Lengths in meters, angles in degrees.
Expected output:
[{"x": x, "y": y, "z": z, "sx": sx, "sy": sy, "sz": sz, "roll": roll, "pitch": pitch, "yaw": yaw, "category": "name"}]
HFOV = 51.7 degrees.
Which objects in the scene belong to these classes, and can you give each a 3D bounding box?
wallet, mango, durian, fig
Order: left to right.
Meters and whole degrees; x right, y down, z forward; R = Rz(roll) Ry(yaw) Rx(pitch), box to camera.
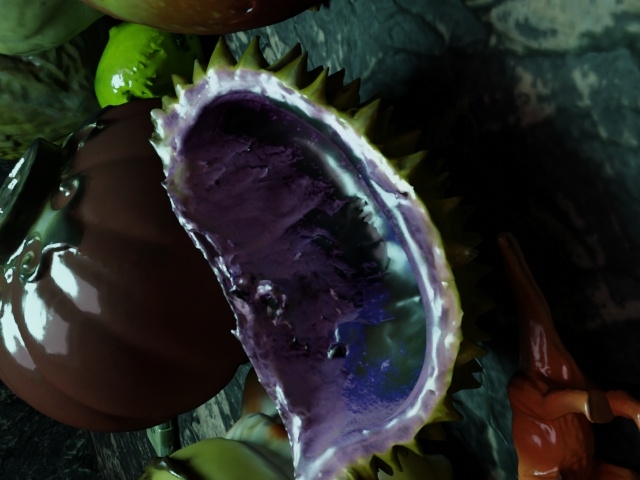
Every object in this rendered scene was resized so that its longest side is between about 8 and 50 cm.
[{"x": -0.322, "y": -0.215, "z": 0.847, "sx": 0.369, "sy": 0.286, "sz": 0.286, "roll": 22, "pitch": 128, "yaw": 21, "category": "fig"}, {"x": -0.185, "y": -0.173, "z": 0.700, "sx": 0.100, "sy": 0.119, "sz": 0.178, "roll": 61, "pitch": 153, "yaw": -3, "category": "mango"}, {"x": -0.308, "y": 0.341, "z": 1.268, "sx": 0.110, "sy": 0.039, "sz": 0.155, "roll": 45, "pitch": 140, "yaw": 48, "category": "wallet"}, {"x": 0.013, "y": -0.008, "z": 0.399, "sx": 0.154, "sy": 0.186, "sz": 0.260, "roll": -34, "pitch": 84, "yaw": 17, "category": "durian"}]

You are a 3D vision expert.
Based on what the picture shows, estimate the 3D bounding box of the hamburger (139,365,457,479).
[{"x": -0.006, "y": 0.239, "z": 0.517, "sx": 0.303, "sy": 0.186, "sz": 0.260, "roll": 31, "pitch": 132, "yaw": 39, "category": "hamburger"}]

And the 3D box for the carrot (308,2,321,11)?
[{"x": -0.036, "y": -0.241, "z": 0.490, "sx": 0.036, "sy": 0.036, "sz": 0.165, "roll": -29, "pitch": 80, "yaw": 61, "category": "carrot"}]

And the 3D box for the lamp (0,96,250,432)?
[{"x": -0.163, "y": 0.020, "z": 0.598, "sx": 0.303, "sy": 0.257, "sz": 0.303, "roll": -33, "pitch": 40, "yaw": 33, "category": "lamp"}]

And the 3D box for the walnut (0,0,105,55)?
[{"x": -0.298, "y": -0.327, "z": 0.645, "sx": 0.253, "sy": 0.277, "sz": 0.282, "roll": 51, "pitch": 161, "yaw": -30, "category": "walnut"}]

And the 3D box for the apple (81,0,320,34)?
[{"x": -0.062, "y": -0.241, "z": 0.330, "sx": 0.252, "sy": 0.206, "sz": 0.271, "roll": 15, "pitch": 141, "yaw": 21, "category": "apple"}]

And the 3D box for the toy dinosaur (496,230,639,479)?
[{"x": 0.135, "y": 0.124, "z": 0.350, "sx": 0.101, "sy": 0.055, "sz": 0.279, "roll": -169, "pitch": 65, "yaw": -69, "category": "toy dinosaur"}]

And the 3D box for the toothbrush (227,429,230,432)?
[{"x": -0.147, "y": 0.340, "z": 0.990, "sx": 0.021, "sy": 0.027, "sz": 0.269, "roll": 28, "pitch": 139, "yaw": 7, "category": "toothbrush"}]
